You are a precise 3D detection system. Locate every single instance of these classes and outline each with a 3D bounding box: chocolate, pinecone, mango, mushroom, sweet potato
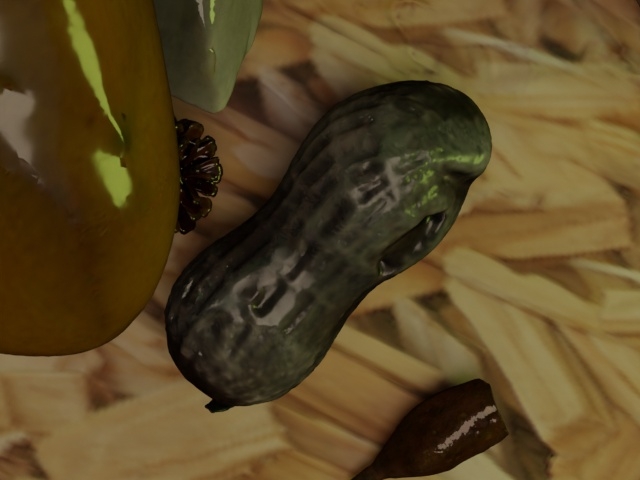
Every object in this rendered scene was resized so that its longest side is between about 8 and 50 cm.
[{"bbox_3d":[0.000,0.000,1.190,0.248,0.110,0.110,-44,105,8],"label":"chocolate"},{"bbox_3d":[-0.109,-0.042,1.169,0.109,0.102,0.102,-16,110,30],"label":"pinecone"},{"bbox_3d":[-0.220,-0.143,1.033,0.300,0.232,0.446,-20,101,39],"label":"mango"},{"bbox_3d":[-0.060,-0.216,1.122,0.118,0.103,0.270,18,99,-13],"label":"mushroom"},{"bbox_3d":[0.067,0.129,1.268,0.117,0.049,0.049,-31,107,15],"label":"sweet potato"}]

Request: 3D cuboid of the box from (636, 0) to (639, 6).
[{"bbox_3d":[0.278,-0.185,1.168,0.200,0.088,0.146,-8,108,-2],"label":"box"}]
